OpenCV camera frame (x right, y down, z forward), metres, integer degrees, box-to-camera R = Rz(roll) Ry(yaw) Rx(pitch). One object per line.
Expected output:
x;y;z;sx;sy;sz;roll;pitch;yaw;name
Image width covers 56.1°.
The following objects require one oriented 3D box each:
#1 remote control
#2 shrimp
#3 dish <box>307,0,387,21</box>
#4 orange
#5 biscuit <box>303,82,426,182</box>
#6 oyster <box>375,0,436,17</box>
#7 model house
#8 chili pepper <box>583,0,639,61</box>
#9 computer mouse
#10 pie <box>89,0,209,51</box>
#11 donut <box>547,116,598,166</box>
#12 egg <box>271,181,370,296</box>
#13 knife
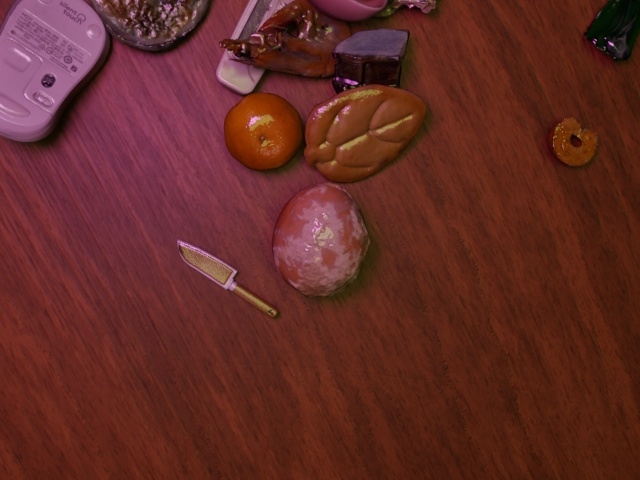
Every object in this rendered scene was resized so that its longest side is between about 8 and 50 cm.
-0.125;-0.399;1.184;0.090;0.049;0.230;27;86;-9;remote control
-0.057;-0.394;1.147;0.287;0.063;0.152;-5;102;-32;shrimp
0.040;-0.502;1.151;0.213;0.090;0.213;12;61;-23;dish
-0.111;-0.213;1.169;0.155;0.134;0.154;-2;118;-4;orange
0.089;-0.214;1.185;0.260;0.041;0.203;-23;125;2;biscuit
0.176;-0.524;1.209;0.191;0.081;0.163;-30;73;11;oyster
0.100;-0.330;1.201;0.165;0.106;0.152;-3;133;-4;model house
0.642;-0.482;1.267;0.108;0.062;0.216;24;90;-8;chili pepper
-0.522;-0.319;1.111;0.184;0.121;0.296;28;74;-23;computer mouse
-0.321;-0.477;1.125;0.241;0.054;0.240;-6;105;-21;pie
0.534;-0.208;1.285;0.108;0.043;0.097;36;89;-10;donut
0.000;0.000;1.165;0.195;0.195;0.233;-3;109;-7;egg
-0.190;0.076;1.230;0.256;0.022;0.046;34;97;-4;knife
